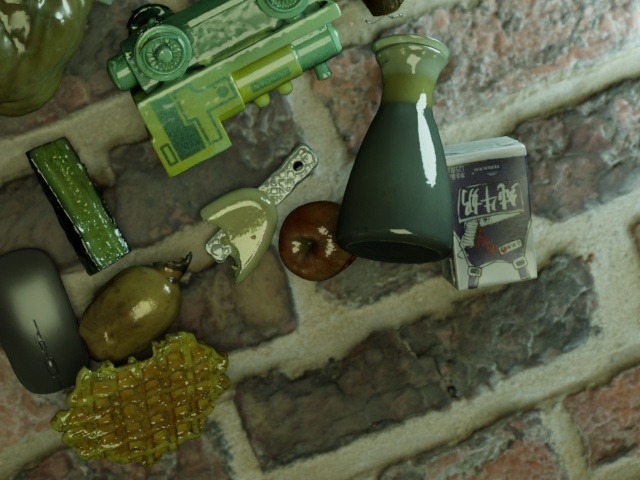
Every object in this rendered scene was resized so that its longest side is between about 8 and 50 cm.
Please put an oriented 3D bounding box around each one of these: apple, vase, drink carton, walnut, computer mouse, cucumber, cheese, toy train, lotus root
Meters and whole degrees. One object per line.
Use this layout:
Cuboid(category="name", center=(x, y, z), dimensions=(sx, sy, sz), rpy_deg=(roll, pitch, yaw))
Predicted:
Cuboid(category="apple", center=(-0.003, -0.001, 1.981), dimensions=(0.126, 0.102, 0.126), rpy_deg=(4, 101, 24))
Cuboid(category="vase", center=(0.121, -0.137, 1.907), dimensions=(0.173, 0.173, 0.321), rpy_deg=(8, 77, -10))
Cuboid(category="drink carton", center=(0.256, -0.041, 2.021), dimensions=(0.134, 0.102, 0.222), rpy_deg=(-10, 104, -9))
Cuboid(category="walnut", center=(-0.470, -0.311, 1.771), dimensions=(0.253, 0.282, 0.277), rpy_deg=(8, 94, -54))
Cuboid(category="computer mouse", center=(-0.435, 0.127, 1.967), dimensions=(0.120, 0.057, 0.232), rpy_deg=(-18, 103, -4))
Cuboid(category="cucumber", center=(-0.373, -0.052, 1.945), dimensions=(0.078, 0.062, 0.211), rpy_deg=(-36, 100, -35))
Cuboid(category="cheese", center=(-0.091, -0.053, 1.988), dimensions=(0.235, 0.050, 0.127), rpy_deg=(-44, 103, 3))
Cuboid(category="toy train", center=(-0.121, -0.277, 1.897), dimensions=(0.369, 0.150, 0.237), rpy_deg=(-28, 112, -3))
Cuboid(category="lotus root", center=(-0.277, 0.096, 1.948), dimensions=(0.221, 0.125, 0.118), rpy_deg=(-45, 143, 6))

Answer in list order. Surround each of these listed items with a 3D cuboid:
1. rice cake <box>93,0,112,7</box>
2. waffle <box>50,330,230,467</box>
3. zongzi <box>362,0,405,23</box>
Cuboid(category="rice cake", center=(-0.287, -0.433, 1.876), dimensions=(0.069, 0.063, 0.206), rpy_deg=(30, 96, -19))
Cuboid(category="waffle", center=(-0.267, 0.241, 1.958), dimensions=(0.291, 0.051, 0.291), rpy_deg=(-18, 132, -21))
Cuboid(category="zongzi", center=(0.094, -0.413, 1.876), dimensions=(0.084, 0.184, 0.187), rpy_deg=(-9, 102, -5))
